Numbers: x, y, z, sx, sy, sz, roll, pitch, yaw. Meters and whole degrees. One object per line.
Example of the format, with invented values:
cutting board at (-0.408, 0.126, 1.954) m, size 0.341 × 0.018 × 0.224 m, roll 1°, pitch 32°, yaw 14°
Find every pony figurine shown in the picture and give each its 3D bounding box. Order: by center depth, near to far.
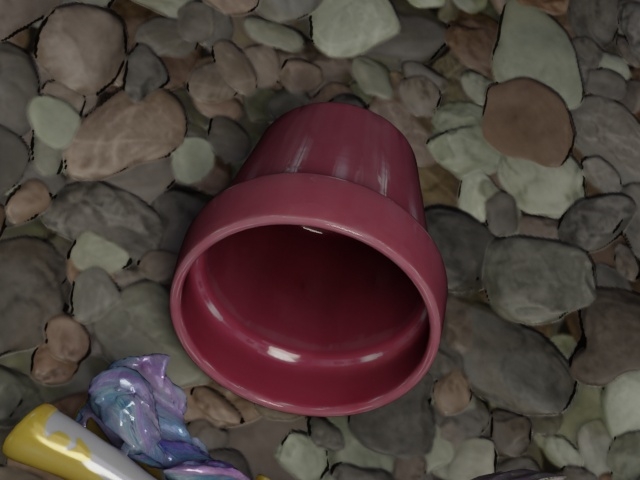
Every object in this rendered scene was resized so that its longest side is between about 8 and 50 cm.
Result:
pony figurine at (-0.049, 0.241, 1.108) m, size 0.363 × 0.303 × 0.351 m, roll 39°, pitch 66°, yaw 12°

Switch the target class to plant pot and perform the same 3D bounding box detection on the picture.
plant pot at (0.000, 0.000, 1.281) m, size 0.201 × 0.201 × 0.180 m, roll 25°, pitch 42°, yaw -12°
